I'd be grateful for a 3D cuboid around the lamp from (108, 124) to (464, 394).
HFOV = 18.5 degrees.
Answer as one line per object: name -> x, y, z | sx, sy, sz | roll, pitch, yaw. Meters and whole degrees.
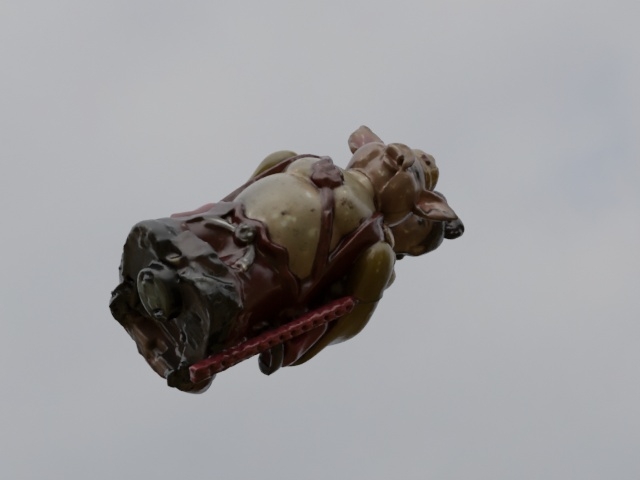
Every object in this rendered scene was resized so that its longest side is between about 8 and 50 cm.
lamp -> 0.000, 0.000, 1.127 | 0.253, 0.118, 0.118 | -23, -26, -33
